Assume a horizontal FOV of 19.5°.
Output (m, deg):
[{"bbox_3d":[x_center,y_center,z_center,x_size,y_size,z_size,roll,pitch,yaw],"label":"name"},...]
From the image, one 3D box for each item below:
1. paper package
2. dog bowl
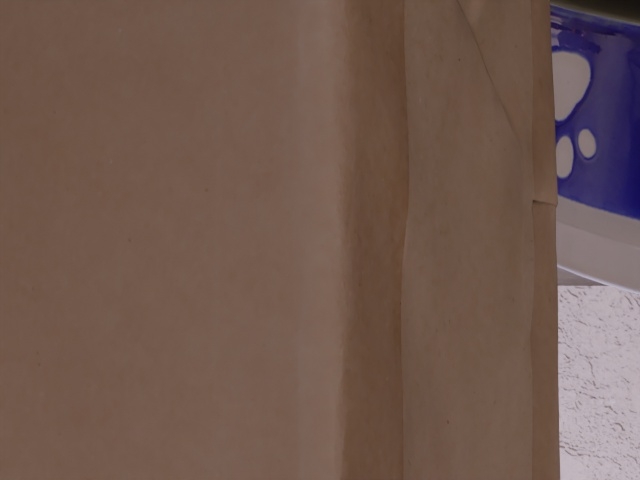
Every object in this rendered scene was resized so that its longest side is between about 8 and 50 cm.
[{"bbox_3d":[-0.095,0.014,0.650,0.324,0.310,0.168,-3,177,30],"label":"paper package"},{"bbox_3d":[0.211,-0.042,0.806,0.264,0.104,0.265,6,-167,-1],"label":"dog bowl"}]
